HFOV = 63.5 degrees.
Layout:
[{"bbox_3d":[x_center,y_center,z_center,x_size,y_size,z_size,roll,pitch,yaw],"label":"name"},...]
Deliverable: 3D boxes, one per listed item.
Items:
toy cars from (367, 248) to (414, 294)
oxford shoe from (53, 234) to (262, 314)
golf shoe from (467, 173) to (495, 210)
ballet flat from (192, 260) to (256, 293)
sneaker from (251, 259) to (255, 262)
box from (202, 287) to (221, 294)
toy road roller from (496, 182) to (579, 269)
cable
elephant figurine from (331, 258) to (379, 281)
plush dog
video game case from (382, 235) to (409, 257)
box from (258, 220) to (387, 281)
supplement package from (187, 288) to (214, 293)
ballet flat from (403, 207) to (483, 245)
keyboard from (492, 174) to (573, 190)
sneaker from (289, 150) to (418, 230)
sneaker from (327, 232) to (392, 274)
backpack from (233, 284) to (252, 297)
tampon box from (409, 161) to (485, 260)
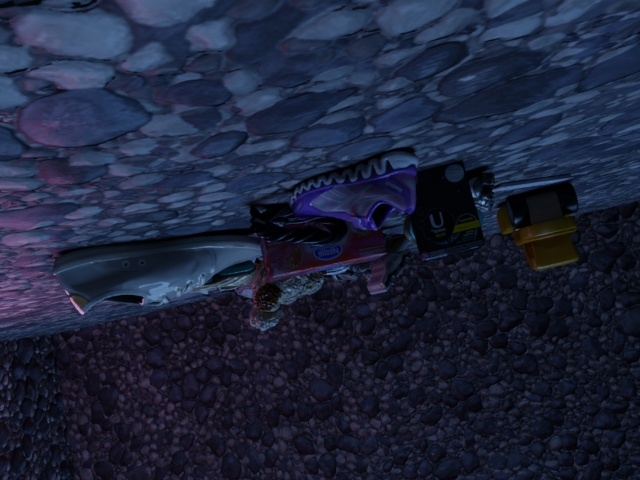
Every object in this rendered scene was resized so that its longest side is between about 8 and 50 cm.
[{"bbox_3d":[0.293,0.019,1.642,0.393,0.087,0.176,-37,-168,6],"label":"toy cars"},{"bbox_3d":[-0.316,0.066,1.099,0.448,0.130,0.169,-9,171,-36],"label":"oxford shoe"},{"bbox_3d":[0.335,-0.109,1.136,0.093,0.077,0.198,0,174,21],"label":"golf shoe"},{"bbox_3d":[-0.252,0.095,1.224,0.206,0.073,0.067,-6,128,-16],"label":"ballet flat"},{"bbox_3d":[-0.266,0.064,1.335,0.237,0.085,0.086,-30,128,32],"label":"sneaker"},{"bbox_3d":[-0.354,0.177,2.171,0.269,0.060,0.216,-12,173,-7],"label":"box"},{"bbox_3d":[0.713,-0.030,1.677,0.202,0.241,0.329,-13,173,11],"label":"toy road roller"},{"bbox_3d":[-0.034,-0.029,0.930,0.184,0.047,0.150,4,-163,-17],"label":"cable"},{"bbox_3d":[0.086,0.073,1.853,0.239,0.170,0.186,-6,135,-4],"label":"elephant figurine"},{"bbox_3d":[-0.108,0.106,1.447,0.262,0.211,0.225,-37,-171,-24],"label":"plush dog"},{"bbox_3d":[0.244,0.052,2.030,0.193,0.023,0.212,-18,-163,37],"label":"video game case"},{"bbox_3d":[0.000,0.000,1.117,0.256,0.128,0.122,-11,173,-11],"label":"box"},{"bbox_3d":[-0.362,0.093,1.309,0.105,0.105,0.179,-3,168,-42],"label":"supplement package"},{"bbox_3d":[0.324,-0.050,1.482,0.342,0.116,0.124,-12,-167,-38],"label":"ballet flat"},{"bbox_3d":[0.558,-0.150,1.381,0.255,0.014,0.072,-9,172,-24],"label":"keyboard"},{"bbox_3d":[0.053,-0.061,0.832,0.236,0.105,0.095,-15,174,31],"label":"sneaker"},{"bbox_3d":[0.103,0.030,1.651,0.268,0.101,0.153,-21,172,-6],"label":"sneaker"},{"bbox_3d":[-0.252,0.158,1.965,0.151,0.115,0.182,-1,162,-23],"label":"backpack"},{"bbox_3d":[0.231,-0.050,0.986,0.120,0.161,0.101,-15,172,10],"label":"tampon box"}]
